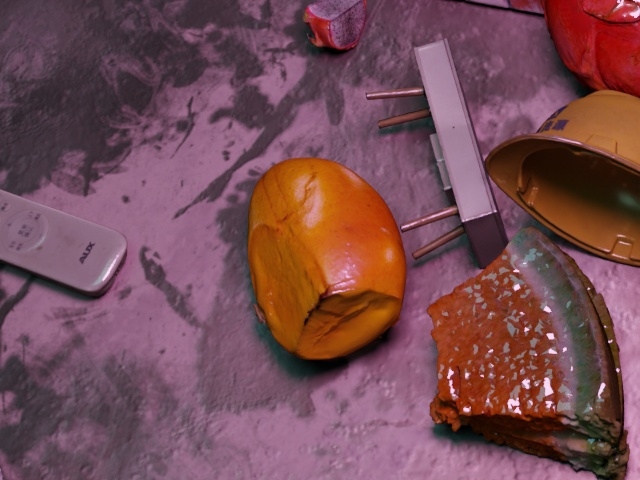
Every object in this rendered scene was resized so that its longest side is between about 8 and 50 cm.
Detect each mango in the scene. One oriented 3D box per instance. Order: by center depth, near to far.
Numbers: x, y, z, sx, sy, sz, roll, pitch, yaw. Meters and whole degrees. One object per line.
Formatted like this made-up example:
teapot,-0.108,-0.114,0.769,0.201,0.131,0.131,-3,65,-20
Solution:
mango,0.000,0.000,1.963,0.187,0.138,0.257,-48,43,36

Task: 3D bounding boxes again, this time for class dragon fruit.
dragon fruit,0.366,-0.268,1.946,0.241,0.252,0.241,-26,23,12
dragon fruit,0.016,-0.268,2.148,0.056,0.060,0.083,16,42,30

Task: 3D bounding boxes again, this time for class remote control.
remote control,-0.373,-0.010,2.134,0.310,0.038,0.090,20,70,24

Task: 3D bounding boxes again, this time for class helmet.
helmet,0.320,-0.088,1.871,0.257,0.205,0.140,32,64,-13

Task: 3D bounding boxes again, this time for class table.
table,0.131,-0.090,1.984,0.111,0.121,0.240,-17,59,7

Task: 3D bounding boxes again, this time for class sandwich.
sandwich,0.221,0.113,1.860,0.212,0.109,0.292,-3,63,14

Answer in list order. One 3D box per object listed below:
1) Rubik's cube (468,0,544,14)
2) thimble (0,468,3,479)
Rubik's cube,0.191,-0.454,2.079,0.253,0.259,0.256,14,68,20
thimble,-0.419,0.295,1.896,0.149,0.185,0.211,-53,27,-16
